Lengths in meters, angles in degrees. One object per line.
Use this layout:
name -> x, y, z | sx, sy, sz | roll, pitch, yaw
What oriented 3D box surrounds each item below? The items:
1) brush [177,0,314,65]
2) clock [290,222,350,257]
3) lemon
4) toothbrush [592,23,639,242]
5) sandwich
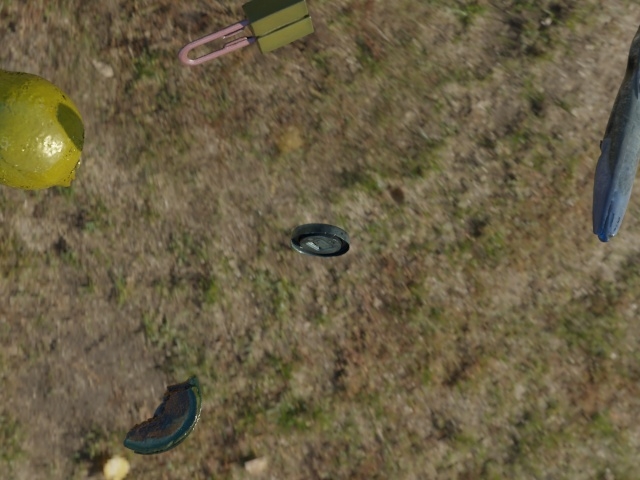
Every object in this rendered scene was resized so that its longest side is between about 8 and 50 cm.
brush -> -0.130, -0.347, 1.901 | 0.233, 0.047, 0.103 | -25, 155, -3
clock -> 0.000, 0.000, 1.571 | 0.085, 0.017, 0.085 | 5, 156, 2
lemon -> -0.441, -0.159, 1.677 | 0.173, 0.173, 0.206 | -42, 118, 7
toothbrush -> 0.297, -0.168, 1.039 | 0.035, 0.042, 0.413 | 29, 60, -16
sandwich -> -0.206, 0.245, 1.548 | 0.067, 0.029, 0.135 | 40, 87, 1
